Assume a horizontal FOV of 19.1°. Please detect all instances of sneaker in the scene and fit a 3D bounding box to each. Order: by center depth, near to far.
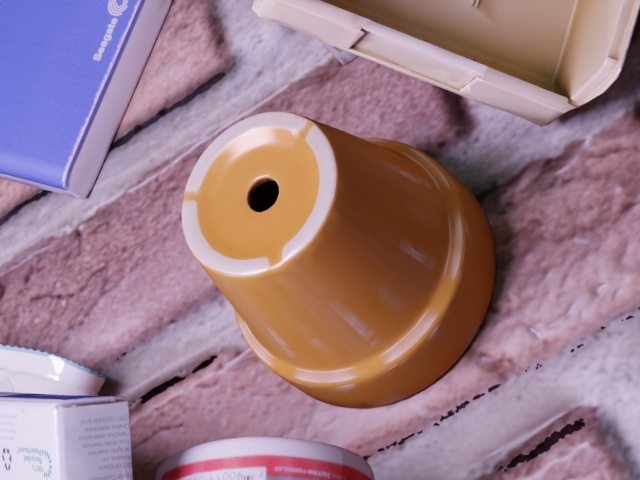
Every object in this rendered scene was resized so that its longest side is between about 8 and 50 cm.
[{"bbox_3d":[-0.287,0.134,1.579,0.228,0.087,0.092,4,75,34],"label":"sneaker"}]

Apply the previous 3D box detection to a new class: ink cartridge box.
[{"bbox_3d":[-0.227,0.276,1.388,0.324,0.071,0.330,-5,88,57],"label":"ink cartridge box"}]

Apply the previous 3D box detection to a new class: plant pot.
[{"bbox_3d":[0.000,0.000,1.406,0.205,0.188,0.205,-12,64,25],"label":"plant pot"}]

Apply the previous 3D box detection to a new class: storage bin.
[{"bbox_3d":[0.110,-0.254,1.405,0.123,0.262,0.260,146,142,-72],"label":"storage bin"}]

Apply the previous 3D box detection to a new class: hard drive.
[{"bbox_3d":[-0.302,-0.168,1.747,0.318,0.040,0.210,14,77,34],"label":"hard drive"}]

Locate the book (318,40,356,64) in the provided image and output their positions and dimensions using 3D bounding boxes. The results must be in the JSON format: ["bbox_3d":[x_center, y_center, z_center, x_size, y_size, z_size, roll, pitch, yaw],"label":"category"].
[{"bbox_3d":[0.015,-0.207,1.516,0.096,0.144,0.035,-44,54,5],"label":"book"}]

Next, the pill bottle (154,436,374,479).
[{"bbox_3d":[-0.039,0.293,1.317,0.161,0.161,0.283,-13,64,25],"label":"pill bottle"}]
